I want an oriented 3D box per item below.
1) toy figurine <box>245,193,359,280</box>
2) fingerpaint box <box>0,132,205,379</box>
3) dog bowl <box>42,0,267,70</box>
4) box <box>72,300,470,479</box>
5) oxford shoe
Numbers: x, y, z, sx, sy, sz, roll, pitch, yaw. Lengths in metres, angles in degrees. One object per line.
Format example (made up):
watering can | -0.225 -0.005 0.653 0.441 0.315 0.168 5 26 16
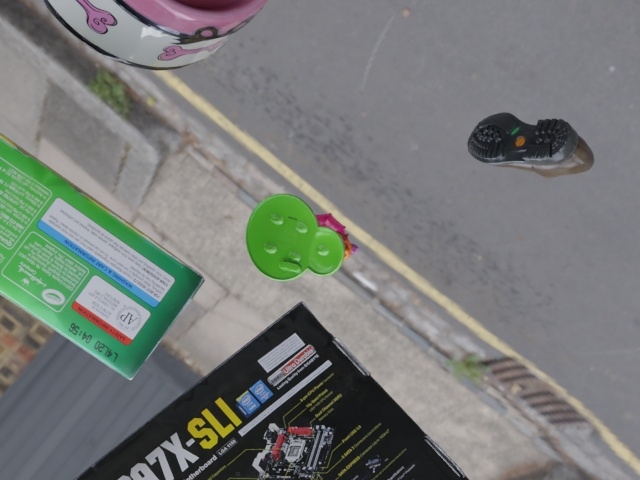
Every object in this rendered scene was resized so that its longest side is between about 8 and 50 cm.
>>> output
toy figurine | 0.000 0.000 1.455 0.173 0.130 0.159 17 -171 29
fingerpaint box | -0.390 -0.019 1.268 0.445 0.163 0.371 36 174 -9
dog bowl | -0.212 -0.452 1.318 0.150 0.408 0.408 -6 132 47
box | -0.050 0.243 0.774 0.257 0.322 0.079 45 154 16
oxford shoe | 0.294 -0.125 1.352 0.096 0.083 0.227 30 178 -31
